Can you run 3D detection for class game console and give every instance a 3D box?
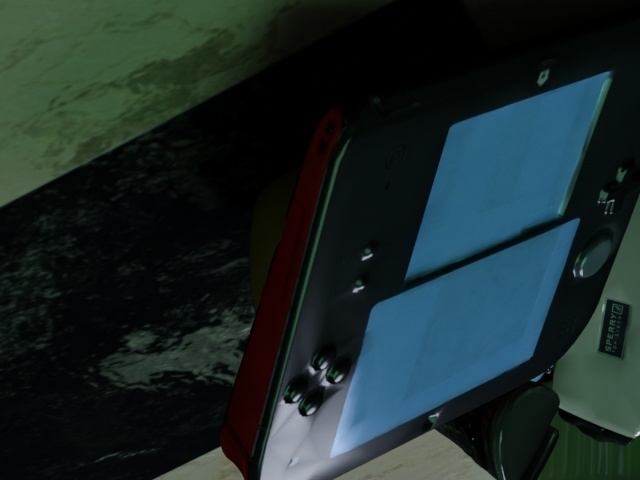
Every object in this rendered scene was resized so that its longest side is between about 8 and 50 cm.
[{"bbox_3d":[0.106,0.006,1.270,0.387,0.060,0.342,-21,143,-41],"label":"game console"}]

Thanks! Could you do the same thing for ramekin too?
[{"bbox_3d":[0.370,0.240,2.013,0.303,0.148,0.303,1,169,0],"label":"ramekin"}]

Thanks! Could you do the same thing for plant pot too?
[{"bbox_3d":[0.000,0.000,1.326,0.134,0.095,0.134,-20,158,-8],"label":"plant pot"}]

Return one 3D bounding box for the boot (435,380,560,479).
[{"bbox_3d":[0.092,0.137,1.572,0.091,0.229,0.263,-59,164,-11],"label":"boot"}]

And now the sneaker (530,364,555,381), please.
[{"bbox_3d":[0.229,0.116,1.826,0.063,0.073,0.162,-17,156,-16],"label":"sneaker"}]

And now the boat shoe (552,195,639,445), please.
[{"bbox_3d":[0.284,0.005,1.535,0.158,0.127,0.340,-50,157,-47],"label":"boat shoe"}]
